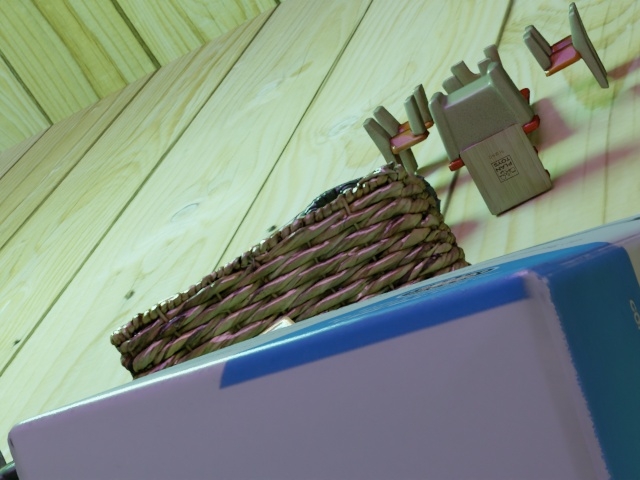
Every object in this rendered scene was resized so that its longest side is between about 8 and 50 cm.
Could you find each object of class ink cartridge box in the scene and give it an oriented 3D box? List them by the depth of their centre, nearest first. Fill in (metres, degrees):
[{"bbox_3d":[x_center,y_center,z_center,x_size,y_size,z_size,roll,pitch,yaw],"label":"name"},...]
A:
[{"bbox_3d":[0.088,0.098,0.677,0.286,0.166,0.395,-20,-3,32],"label":"ink cartridge box"}]

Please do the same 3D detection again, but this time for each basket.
[{"bbox_3d":[0.012,0.110,1.092,0.299,0.223,0.213,-32,-13,5],"label":"basket"}]

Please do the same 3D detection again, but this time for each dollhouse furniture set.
[{"bbox_3d":[0.191,-0.130,1.387,0.262,0.135,0.259,-27,9,17],"label":"dollhouse furniture set"}]

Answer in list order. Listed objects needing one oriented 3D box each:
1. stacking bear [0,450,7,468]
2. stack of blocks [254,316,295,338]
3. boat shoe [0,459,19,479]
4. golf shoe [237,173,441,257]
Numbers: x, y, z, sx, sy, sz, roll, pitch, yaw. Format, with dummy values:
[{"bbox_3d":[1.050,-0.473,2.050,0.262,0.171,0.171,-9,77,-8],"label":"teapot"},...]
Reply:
[{"bbox_3d":[-0.437,0.197,1.284,0.164,0.289,0.175,-23,22,28],"label":"stacking bear"},{"bbox_3d":[-0.086,0.213,0.884,0.297,0.171,0.087,-37,19,-8],"label":"stack of blocks"},{"bbox_3d":[-0.290,0.259,1.171,0.324,0.122,0.120,-30,17,6],"label":"boat shoe"},{"bbox_3d":[0.000,0.000,1.361,0.273,0.105,0.120,-29,13,10],"label":"golf shoe"}]
